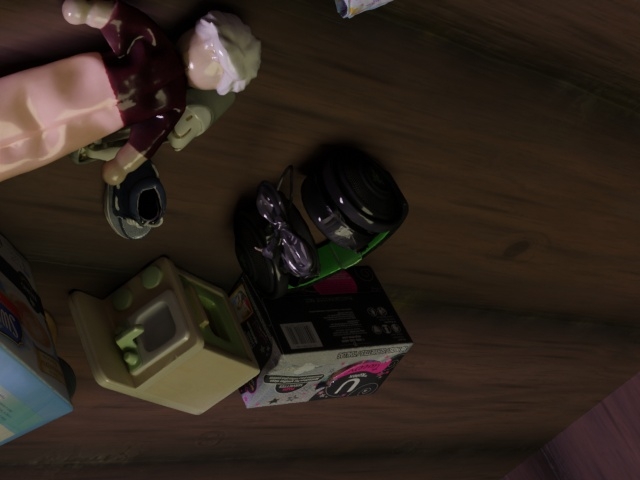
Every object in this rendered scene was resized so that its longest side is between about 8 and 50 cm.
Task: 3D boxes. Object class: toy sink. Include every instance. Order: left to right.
[{"bbox_3d":[-0.211,0.127,1.597,0.131,0.152,0.234,-36,147,15],"label":"toy sink"}]

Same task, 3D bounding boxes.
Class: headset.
[{"bbox_3d":[0.000,0.000,1.534,0.243,0.185,0.394,-32,161,8],"label":"headset"}]

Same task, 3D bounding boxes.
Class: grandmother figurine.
[{"bbox_3d":[-0.221,-0.162,1.204,0.342,0.104,0.207,-20,135,-16],"label":"grandmother figurine"}]

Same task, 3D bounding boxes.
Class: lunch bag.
[{"bbox_3d":[0.048,-0.289,1.262,0.071,0.053,0.083,-22,140,-12],"label":"lunch bag"}]

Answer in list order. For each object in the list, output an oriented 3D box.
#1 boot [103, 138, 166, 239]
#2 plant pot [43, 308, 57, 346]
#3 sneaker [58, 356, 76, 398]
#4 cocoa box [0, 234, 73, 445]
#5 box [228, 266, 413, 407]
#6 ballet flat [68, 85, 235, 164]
[{"bbox_3d":[-0.222,-0.038,1.398,0.069,0.086,0.190,-19,149,-14],"label":"boot"},{"bbox_3d":[-0.470,0.164,1.569,0.236,0.032,0.236,-20,150,-12],"label":"plant pot"},{"bbox_3d":[-0.485,0.235,1.553,0.319,0.112,0.131,-15,163,-13],"label":"sneaker"},{"bbox_3d":[-0.462,0.087,1.262,0.231,0.228,0.347,-26,150,-1],"label":"cocoa box"},{"bbox_3d":[-0.014,0.149,1.770,0.247,0.163,0.142,-2,140,-36],"label":"box"},{"bbox_3d":[-0.189,-0.125,1.310,0.213,0.068,0.072,-14,147,-22],"label":"ballet flat"}]
